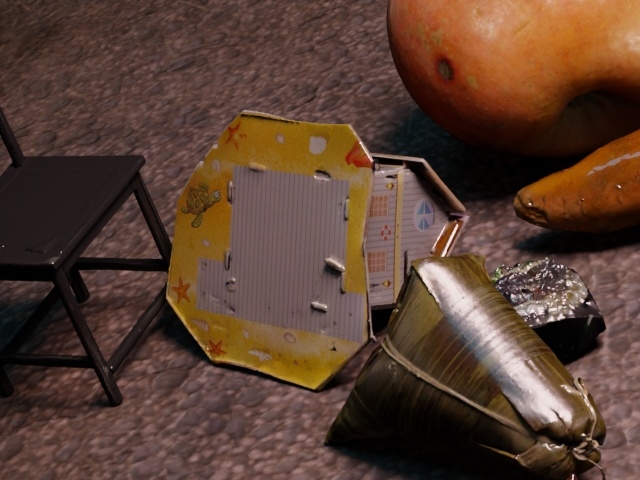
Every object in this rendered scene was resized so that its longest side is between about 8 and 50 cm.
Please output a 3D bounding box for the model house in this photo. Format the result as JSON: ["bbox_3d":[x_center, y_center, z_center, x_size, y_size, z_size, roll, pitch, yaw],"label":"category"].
[{"bbox_3d":[0.000,0.000,1.439,0.219,0.207,0.136,7,9,42],"label":"model house"}]

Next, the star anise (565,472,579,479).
[{"bbox_3d":[0.095,0.212,1.108,0.191,0.070,0.097,-36,8,-20],"label":"star anise"}]

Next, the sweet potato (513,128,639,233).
[{"bbox_3d":[0.322,-0.084,1.378,0.359,0.112,0.112,-21,32,-5],"label":"sweet potato"}]

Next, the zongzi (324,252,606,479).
[{"bbox_3d":[0.095,0.131,1.227,0.084,0.184,0.187,2,39,-45],"label":"zongzi"}]

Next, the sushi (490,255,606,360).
[{"bbox_3d":[0.152,0.050,1.319,0.083,0.056,0.085,-22,33,-2],"label":"sushi"}]

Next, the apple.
[{"bbox_3d":[0.186,-0.176,1.478,0.253,0.253,0.253,-15,32,10],"label":"apple"}]

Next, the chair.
[{"bbox_3d":[-0.225,-0.016,1.444,0.141,0.260,0.154,1,38,31],"label":"chair"}]
